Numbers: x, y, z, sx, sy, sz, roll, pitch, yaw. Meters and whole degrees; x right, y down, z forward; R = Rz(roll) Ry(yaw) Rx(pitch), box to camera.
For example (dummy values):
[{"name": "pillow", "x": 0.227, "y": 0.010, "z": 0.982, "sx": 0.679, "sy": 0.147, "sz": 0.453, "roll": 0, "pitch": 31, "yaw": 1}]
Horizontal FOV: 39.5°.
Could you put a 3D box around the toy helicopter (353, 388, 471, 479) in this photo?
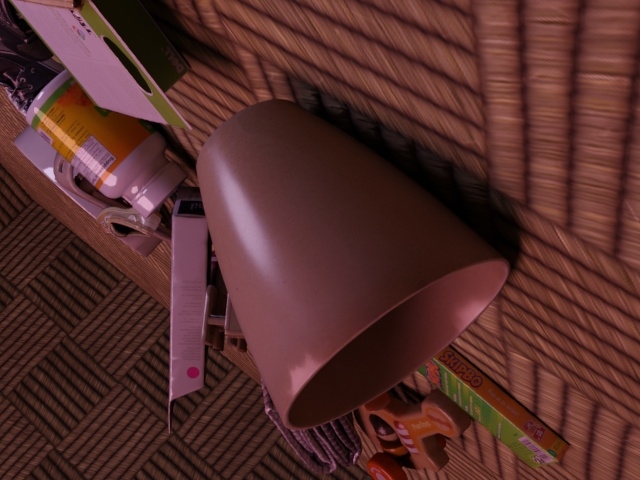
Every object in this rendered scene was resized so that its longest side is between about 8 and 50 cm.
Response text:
[{"name": "toy helicopter", "x": 0.151, "y": 0.307, "z": 1.568, "sx": 0.235, "sy": 0.140, "sz": 0.355, "roll": 51, "pitch": 154, "yaw": 2}]

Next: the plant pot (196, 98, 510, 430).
[{"name": "plant pot", "x": 0.000, "y": 0.000, "z": 0.880, "sx": 0.274, "sy": 0.257, "sz": 0.256, "roll": 54, "pitch": 170, "yaw": 23}]

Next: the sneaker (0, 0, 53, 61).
[{"name": "sneaker", "x": -0.425, "y": -0.320, "z": 1.295, "sx": 0.130, "sy": 0.087, "sz": 0.227, "roll": 43, "pitch": 161, "yaw": 23}]

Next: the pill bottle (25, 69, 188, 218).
[{"name": "pill bottle", "x": -0.335, "y": -0.155, "z": 1.426, "sx": 0.246, "sy": 0.136, "sz": 0.136, "roll": 44, "pitch": 165, "yaw": -6}]

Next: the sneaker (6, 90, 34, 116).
[{"name": "sneaker", "x": -0.451, "y": -0.225, "z": 1.609, "sx": 0.292, "sy": 0.110, "sz": 0.118, "roll": 40, "pitch": 174, "yaw": 11}]

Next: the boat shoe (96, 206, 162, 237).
[{"name": "boat shoe", "x": -0.334, "y": -0.025, "z": 1.523, "sx": 0.153, "sy": 0.048, "sz": 0.056, "roll": -2, "pitch": 149, "yaw": 36}]

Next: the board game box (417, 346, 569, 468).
[{"name": "board game box", "x": 0.222, "y": 0.222, "z": 1.258, "sx": 0.259, "sy": 0.039, "sz": 0.124, "roll": 37, "pitch": 164, "yaw": 9}]

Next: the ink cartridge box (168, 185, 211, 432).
[{"name": "ink cartridge box", "x": -0.213, "y": 0.110, "z": 1.456, "sx": 0.069, "sy": 0.370, "sz": 0.175, "roll": 4, "pitch": -162, "yaw": -7}]

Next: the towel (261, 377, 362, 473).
[{"name": "towel", "x": -0.019, "y": 0.282, "z": 1.719, "sx": 0.235, "sy": 0.121, "sz": 0.283, "roll": -104, "pitch": -10, "yaw": -46}]

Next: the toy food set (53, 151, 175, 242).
[{"name": "toy food set", "x": -0.350, "y": -0.081, "z": 1.673, "sx": 0.306, "sy": 0.092, "sz": 0.220, "roll": 30, "pitch": 174, "yaw": -24}]

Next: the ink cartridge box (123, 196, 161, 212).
[{"name": "ink cartridge box", "x": -0.412, "y": -0.118, "z": 1.916, "sx": 0.181, "sy": 0.056, "sz": 0.224, "roll": 40, "pitch": 177, "yaw": 7}]

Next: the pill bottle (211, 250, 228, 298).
[{"name": "pill bottle", "x": -0.134, "y": 0.068, "z": 1.565, "sx": 0.121, "sy": 0.121, "sz": 0.221, "roll": 46, "pitch": 165, "yaw": -14}]

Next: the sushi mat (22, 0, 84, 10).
[{"name": "sushi mat", "x": -0.316, "y": -0.333, "z": 0.953, "sx": 0.317, "sy": 0.019, "sz": 0.151, "roll": 24, "pitch": 112, "yaw": 50}]

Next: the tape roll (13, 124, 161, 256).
[{"name": "tape roll", "x": -0.507, "y": -0.113, "z": 1.977, "sx": 0.392, "sy": 0.072, "sz": 0.392, "roll": 42, "pitch": 175, "yaw": 4}]

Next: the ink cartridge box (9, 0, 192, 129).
[{"name": "ink cartridge box", "x": -0.231, "y": -0.236, "z": 1.026, "sx": 0.255, "sy": 0.097, "sz": 0.188, "roll": 21, "pitch": 154, "yaw": 49}]

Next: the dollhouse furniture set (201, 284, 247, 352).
[{"name": "dollhouse furniture set", "x": -0.066, "y": 0.080, "z": 1.338, "sx": 0.212, "sy": 0.160, "sz": 0.242, "roll": 3, "pitch": 166, "yaw": 6}]

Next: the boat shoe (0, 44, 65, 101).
[{"name": "boat shoe", "x": -0.479, "y": -0.261, "z": 1.450, "sx": 0.080, "sy": 0.076, "sz": 0.228, "roll": -10, "pitch": 167, "yaw": 22}]
